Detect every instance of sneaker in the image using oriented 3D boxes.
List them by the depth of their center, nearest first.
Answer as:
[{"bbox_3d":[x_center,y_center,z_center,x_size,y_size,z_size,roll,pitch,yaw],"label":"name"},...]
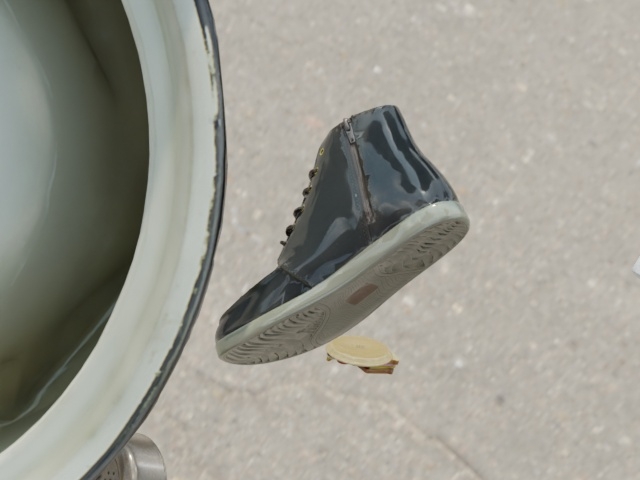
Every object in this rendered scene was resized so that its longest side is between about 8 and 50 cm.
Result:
[{"bbox_3d":[0.000,0.000,1.157,0.083,0.222,0.118,30,30,-58],"label":"sneaker"}]

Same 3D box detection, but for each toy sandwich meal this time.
[{"bbox_3d":[0.045,0.134,1.736,0.085,0.029,0.085,7,19,-2],"label":"toy sandwich meal"}]

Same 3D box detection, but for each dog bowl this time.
[{"bbox_3d":[-0.233,-0.048,0.713,0.408,0.408,0.150,33,7,2],"label":"dog bowl"}]

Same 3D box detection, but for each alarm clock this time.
[{"bbox_3d":[-0.220,0.284,1.672,0.064,0.129,0.192,15,16,-46],"label":"alarm clock"}]

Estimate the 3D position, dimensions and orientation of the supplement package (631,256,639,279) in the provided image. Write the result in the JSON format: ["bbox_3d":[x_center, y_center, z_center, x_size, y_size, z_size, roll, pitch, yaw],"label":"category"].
[{"bbox_3d":[0.327,0.008,0.857,0.203,0.194,0.149,34,0,-37],"label":"supplement package"}]
